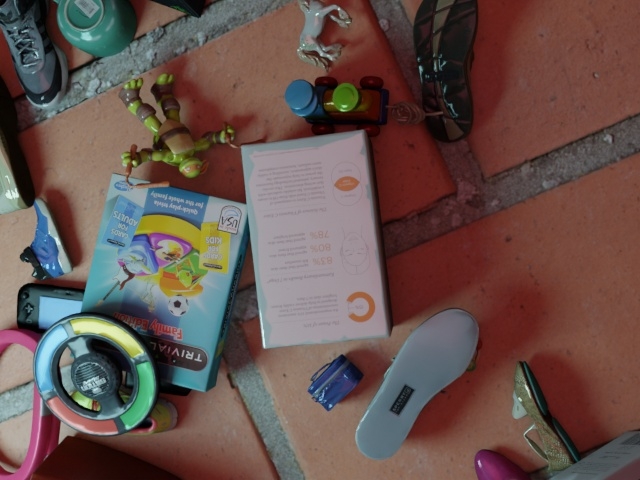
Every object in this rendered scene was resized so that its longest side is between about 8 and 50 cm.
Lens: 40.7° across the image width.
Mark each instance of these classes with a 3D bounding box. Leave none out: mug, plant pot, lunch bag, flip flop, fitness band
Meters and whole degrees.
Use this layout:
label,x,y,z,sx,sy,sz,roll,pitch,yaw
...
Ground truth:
label,x,y,z,sx,sy,sz,roll,pitch,yaw
mug,-0.427,-0.409,1.579,0.158,0.097,0.129,-2,90,7
plant pot,-0.371,0.514,1.505,0.236,0.267,0.267,8,91,-4
lunch bag,0.021,0.253,1.537,0.098,0.067,0.065,-45,84,6
flip flop,0.227,-0.311,1.510,0.112,0.080,0.276,0,106,19
fitness band,-0.569,0.308,1.590,0.209,0.054,0.290,4,88,30

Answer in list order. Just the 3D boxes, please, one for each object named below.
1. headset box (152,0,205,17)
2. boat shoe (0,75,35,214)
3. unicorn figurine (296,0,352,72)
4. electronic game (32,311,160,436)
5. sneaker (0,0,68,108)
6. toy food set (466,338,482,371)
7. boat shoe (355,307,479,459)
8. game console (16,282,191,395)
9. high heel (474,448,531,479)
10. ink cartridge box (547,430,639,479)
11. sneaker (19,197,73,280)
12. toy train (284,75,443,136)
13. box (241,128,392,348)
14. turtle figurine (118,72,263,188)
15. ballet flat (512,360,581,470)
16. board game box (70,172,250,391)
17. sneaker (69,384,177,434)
label,x,y,z,sx,sy,sz,roll,pitch,yaw
headset box,-0.326,-0.512,1.493,0.283,0.246,0.131,21,92,6
boat shoe,-0.621,-0.196,1.602,0.098,0.109,0.302,-15,94,6
unicorn figurine,-0.002,-0.393,1.543,0.111,0.060,0.161,19,92,6
electronic game,-0.386,0.232,1.482,0.230,0.048,0.229,3,106,9
sneaker,-0.547,-0.376,1.566,0.101,0.153,0.268,-12,88,7
toy food set,0.245,0.194,1.532,0.083,0.020,0.083,3,90,7
boat shoe,0.168,0.242,1.501,0.113,0.105,0.306,29,100,2
game console,-0.394,0.162,1.603,0.362,0.044,0.213,6,91,8
high heel,0.346,0.469,1.470,0.082,0.117,0.244,-32,86,6
ink cartridge box,0.505,0.504,1.386,0.272,0.130,0.309,-22,87,-24
sneaker,-0.527,0.001,1.607,0.085,0.058,0.152,-21,94,-10
toy train,0.072,-0.236,1.470,0.248,0.143,0.105,4,91,22
box,0.000,0.000,1.489,0.215,0.168,0.345,-6,89,7
turtle figurine,-0.256,-0.194,1.551,0.270,0.087,0.217,-22,74,-26
ballet flat,0.374,0.311,1.494,0.067,0.073,0.206,-30,83,21
board game box,-0.276,0.072,1.529,0.254,0.079,0.335,13,91,6
sneaker,-0.372,0.310,1.574,0.209,0.094,0.081,6,92,9
